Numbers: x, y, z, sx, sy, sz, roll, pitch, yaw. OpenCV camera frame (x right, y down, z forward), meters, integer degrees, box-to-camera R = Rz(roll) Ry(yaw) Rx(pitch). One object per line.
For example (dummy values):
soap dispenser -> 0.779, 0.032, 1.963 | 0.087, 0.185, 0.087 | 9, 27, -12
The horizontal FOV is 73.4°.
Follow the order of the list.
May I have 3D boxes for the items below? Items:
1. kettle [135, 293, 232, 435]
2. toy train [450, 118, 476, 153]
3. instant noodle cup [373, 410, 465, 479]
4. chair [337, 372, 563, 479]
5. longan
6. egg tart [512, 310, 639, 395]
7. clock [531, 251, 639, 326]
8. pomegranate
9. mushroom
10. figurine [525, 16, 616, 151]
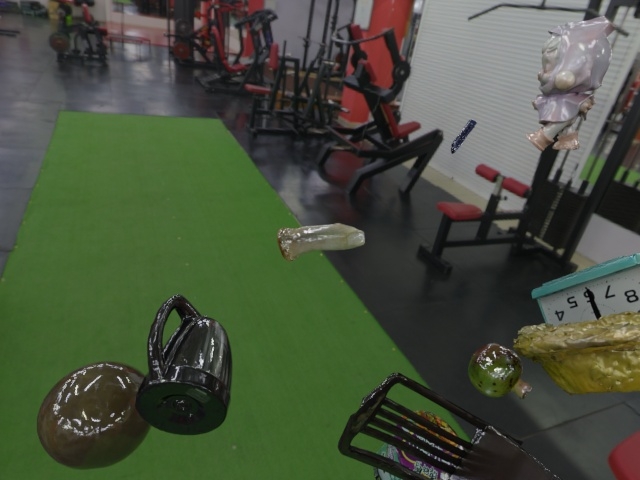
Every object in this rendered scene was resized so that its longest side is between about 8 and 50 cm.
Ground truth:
kettle -> -0.326, 0.294, 1.059 | 0.251, 0.207, 0.271 | 31, 29, -17
toy train -> 0.293, -0.215, 0.891 | 0.017, 0.083, 0.017 | 38, -8, -5
instant noodle cup -> 0.285, 0.668, 1.284 | 0.252, 0.190, 0.251 | 17, 40, -15
chair -> 0.118, 0.182, 0.319 | 0.213, 0.084, 0.101 | 36, -1, -34
longan -> -0.645, 0.503, 1.248 | 0.320, 0.318, 0.318 | 8, 27, -4
egg tart -> 0.469, 0.175, 0.695 | 0.289, 0.288, 0.118 | -3, 72, -23
clock -> 0.622, 0.169, 0.915 | 0.116, 0.262, 0.230 | -4, 69, -24
pomegranate -> 0.407, 0.300, 0.987 | 0.131, 0.130, 0.130 | 8, 27, -4
mushroom -> 0.000, 0.000, 1.030 | 0.210, 0.084, 0.071 | -7, -11, 11
figurine -> 0.536, -0.331, 0.931 | 0.133, 0.275, 0.200 | 10, 25, 18
